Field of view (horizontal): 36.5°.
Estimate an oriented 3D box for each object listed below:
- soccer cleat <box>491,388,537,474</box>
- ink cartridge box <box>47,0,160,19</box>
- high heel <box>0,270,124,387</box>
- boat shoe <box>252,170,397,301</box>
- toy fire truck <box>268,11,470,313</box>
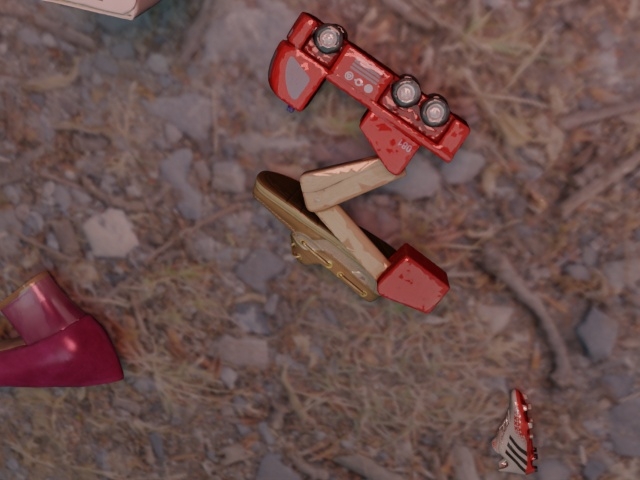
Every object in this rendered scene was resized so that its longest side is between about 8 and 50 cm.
[{"bbox_3d":[0.155,0.157,0.786,0.035,0.029,0.083,-5,120,15],"label":"soccer cleat"},{"bbox_3d":[-0.102,-0.225,0.564,0.082,0.191,0.140,15,120,9],"label":"ink cartridge box"},{"bbox_3d":[-0.289,0.136,0.882,0.244,0.082,0.117,-37,92,17],"label":"high heel"},{"bbox_3d":[0.000,0.000,0.736,0.135,0.050,0.045,36,116,-4],"label":"boat shoe"},{"bbox_3d":[0.032,-0.053,0.677,0.192,0.047,0.135,34,103,-3],"label":"toy fire truck"}]
